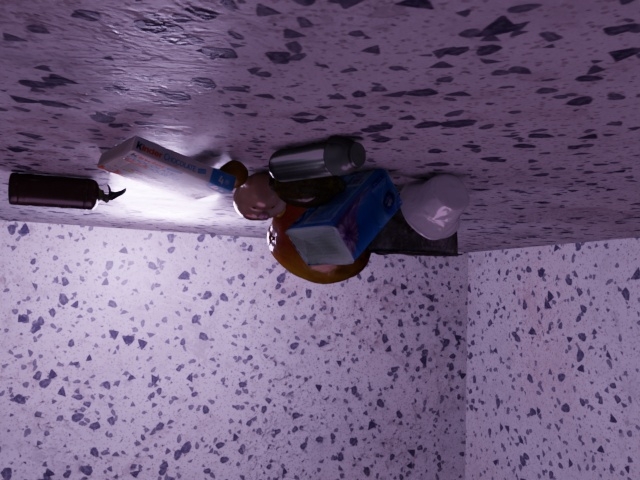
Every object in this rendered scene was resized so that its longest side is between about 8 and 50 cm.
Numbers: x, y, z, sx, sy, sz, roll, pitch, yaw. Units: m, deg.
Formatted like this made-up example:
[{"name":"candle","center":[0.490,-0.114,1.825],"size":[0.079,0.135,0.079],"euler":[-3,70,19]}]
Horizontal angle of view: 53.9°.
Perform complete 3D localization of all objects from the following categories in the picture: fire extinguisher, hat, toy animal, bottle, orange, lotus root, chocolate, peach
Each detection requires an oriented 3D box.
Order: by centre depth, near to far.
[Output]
[{"name":"bottle","center":[-0.014,-0.188,1.447],"size":[0.253,0.079,0.096],"euler":[-1,136,42]},{"name":"orange","center":[-0.232,-0.174,1.659],"size":[0.085,0.085,0.085],"euler":[2,175,0]},{"name":"lotus root","center":[-0.033,-0.144,1.659],"size":[0.209,0.120,0.120],"euler":[2,175,11]},{"name":"hat","center":[0.334,-0.111,1.763],"size":[0.203,0.203,0.126],"euler":[4,156,-21]},{"name":"toy animal","center":[-0.181,-0.123,1.864],"size":[0.165,0.149,0.248],"euler":[-14,173,-18]},{"name":"fire extinguisher","center":[-0.798,-0.159,2.008],"size":[0.344,0.102,0.138],"euler":[3,-153,-19]},{"name":"chocolate","center":[0.304,-0.054,2.017],"size":[0.303,0.213,0.303],"euler":[2,176,0]},{"name":"peach","center":[0.001,-0.002,2.141],"size":[0.372,0.290,0.372],"euler":[23,170,4]}]

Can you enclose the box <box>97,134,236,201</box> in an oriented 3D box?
[{"name":"box","center":[-0.393,-0.174,1.597],"size":[0.273,0.048,0.265],"euler":[22,164,-32]}]

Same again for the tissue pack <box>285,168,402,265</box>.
[{"name":"tissue pack","center":[0.070,-0.062,1.718],"size":[0.198,0.146,0.263],"euler":[-4,-144,47]}]

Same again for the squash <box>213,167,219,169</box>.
[{"name":"squash","center":[-0.347,-0.170,1.815],"size":[0.066,0.066,0.229],"euler":[6,174,-39]}]
